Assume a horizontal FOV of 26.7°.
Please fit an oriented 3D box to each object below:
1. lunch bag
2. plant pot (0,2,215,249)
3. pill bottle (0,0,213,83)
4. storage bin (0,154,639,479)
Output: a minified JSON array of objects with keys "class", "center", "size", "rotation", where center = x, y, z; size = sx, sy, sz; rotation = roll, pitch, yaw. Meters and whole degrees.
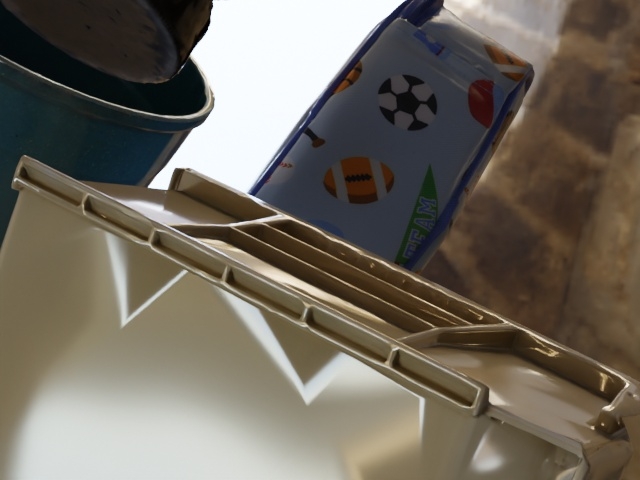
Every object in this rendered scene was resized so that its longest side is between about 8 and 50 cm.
[{"class":"lunch bag","center":[0.000,0.000,0.860],"size":[0.115,0.243,0.303],"rotation":[39,-115,1]},{"class":"plant pot","center":[-0.245,-0.052,0.839],"size":[0.272,0.255,0.271],"rotation":[30,-161,-11]},{"class":"pill bottle","center":[-0.040,-0.175,0.530],"size":[0.123,0.219,0.123],"rotation":[27,160,11]},{"class":"storage bin","center":[-0.034,0.132,0.540],"size":[0.260,0.262,0.123],"rotation":[25,-170,29]}]
